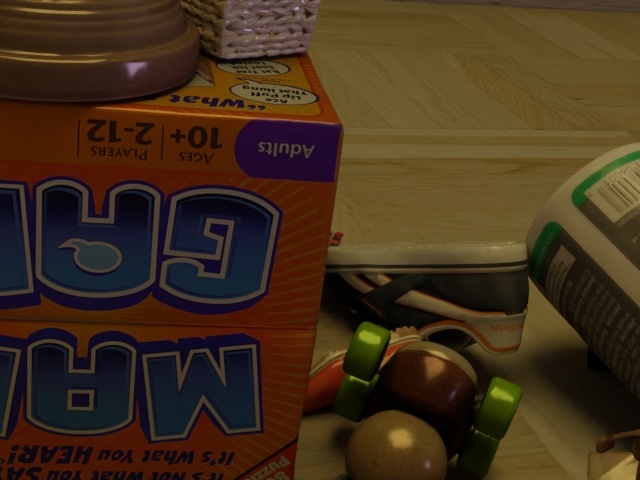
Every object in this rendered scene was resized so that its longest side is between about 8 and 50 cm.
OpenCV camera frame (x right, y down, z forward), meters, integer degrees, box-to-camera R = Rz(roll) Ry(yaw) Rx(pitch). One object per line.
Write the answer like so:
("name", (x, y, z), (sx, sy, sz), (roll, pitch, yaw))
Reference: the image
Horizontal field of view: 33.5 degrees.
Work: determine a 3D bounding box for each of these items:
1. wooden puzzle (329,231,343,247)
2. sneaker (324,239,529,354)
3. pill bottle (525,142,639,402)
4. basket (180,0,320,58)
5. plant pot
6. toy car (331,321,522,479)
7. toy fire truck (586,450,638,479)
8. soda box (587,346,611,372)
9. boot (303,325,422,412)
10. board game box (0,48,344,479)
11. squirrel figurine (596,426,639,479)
("wooden puzzle", (0.000, 0.000, 1.424), (0.049, 0.006, 0.083), (11, 25, 8))
("sneaker", (0.099, 0.063, 1.201), (0.126, 0.127, 0.321), (-7, 5, -34))
("pill bottle", (0.382, 0.085, 1.050), (0.204, 0.204, 0.361), (-9, 46, -31))
("basket", (-0.085, -0.232, 0.939), (0.113, 0.103, 0.167), (-13, 33, -37))
("plant pot", (-0.210, -0.195, 0.820), (0.237, 0.109, 0.237), (5, 25, -3))
("toy car", (0.067, 0.193, 0.930), (0.155, 0.149, 0.188), (22, 53, 11))
("toy fire truck", (0.151, 0.250, 0.789), (0.217, 0.158, 0.246), (16, 15, 20))
("soda box", (0.391, 0.125, 1.200), (0.169, 0.060, 0.053), (11, 27, 9))
("boot", (0.046, 0.148, 1.064), (0.158, 0.059, 0.084), (-18, 60, -18))
("board game box", (-0.201, -0.014, 0.983), (0.357, 0.356, 0.356), (3, 25, -10))
("squirrel figurine", (0.249, 0.250, 0.502), (0.281, 0.397, 0.370), (2, -10, 45))
